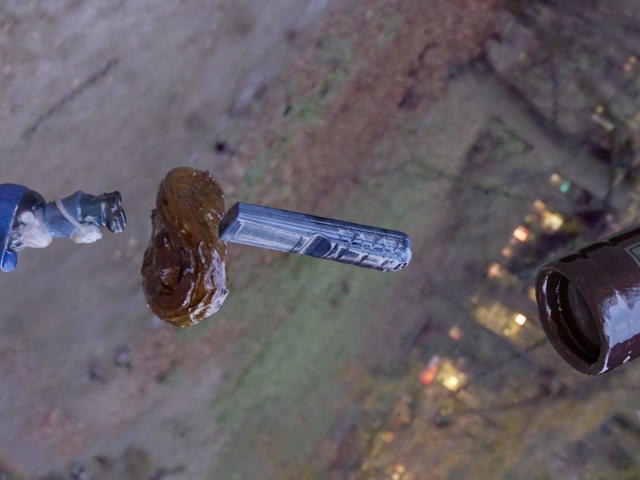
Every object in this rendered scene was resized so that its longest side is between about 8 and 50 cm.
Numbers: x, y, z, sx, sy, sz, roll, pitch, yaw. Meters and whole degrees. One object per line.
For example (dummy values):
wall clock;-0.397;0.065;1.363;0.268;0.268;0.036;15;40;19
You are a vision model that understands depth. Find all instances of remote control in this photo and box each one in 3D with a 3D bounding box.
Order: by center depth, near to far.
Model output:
remote control;0.000;-0.002;1.093;0.043;0.153;0.027;138;-41;-59

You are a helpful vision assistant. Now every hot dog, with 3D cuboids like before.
hot dog;-0.157;0.007;1.698;0.227;0.099;0.160;-111;-151;-63

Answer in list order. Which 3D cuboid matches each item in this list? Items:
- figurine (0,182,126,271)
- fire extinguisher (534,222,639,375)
figurine;-0.256;-0.026;1.339;0.136;0.079;0.077;-19;-167;4
fire extinguisher;0.241;0.018;0.836;0.231;0.099;0.071;-20;-167;-20
